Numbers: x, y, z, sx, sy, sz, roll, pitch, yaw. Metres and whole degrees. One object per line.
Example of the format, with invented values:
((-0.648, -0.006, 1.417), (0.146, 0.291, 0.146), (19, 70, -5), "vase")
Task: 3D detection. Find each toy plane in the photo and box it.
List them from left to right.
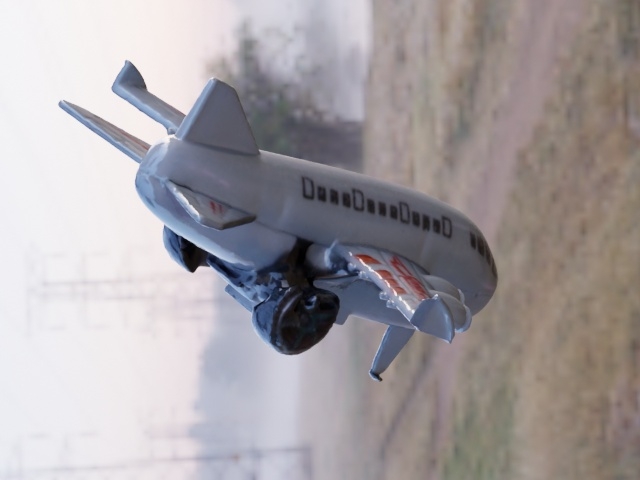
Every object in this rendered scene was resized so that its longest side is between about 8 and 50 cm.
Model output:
((0.000, 0.000, 0.564), (0.162, 0.065, 0.171), (38, -176, 42), "toy plane")
